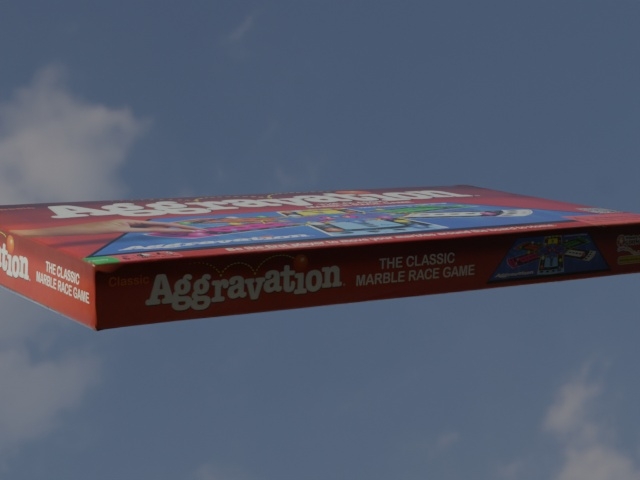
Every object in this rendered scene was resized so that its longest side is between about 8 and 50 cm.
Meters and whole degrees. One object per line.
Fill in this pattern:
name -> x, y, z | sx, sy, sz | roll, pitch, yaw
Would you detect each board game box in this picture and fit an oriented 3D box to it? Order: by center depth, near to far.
board game box -> 0.000, 0.000, 0.600 | 0.281, 0.145, 0.027 | -4, -80, -34
